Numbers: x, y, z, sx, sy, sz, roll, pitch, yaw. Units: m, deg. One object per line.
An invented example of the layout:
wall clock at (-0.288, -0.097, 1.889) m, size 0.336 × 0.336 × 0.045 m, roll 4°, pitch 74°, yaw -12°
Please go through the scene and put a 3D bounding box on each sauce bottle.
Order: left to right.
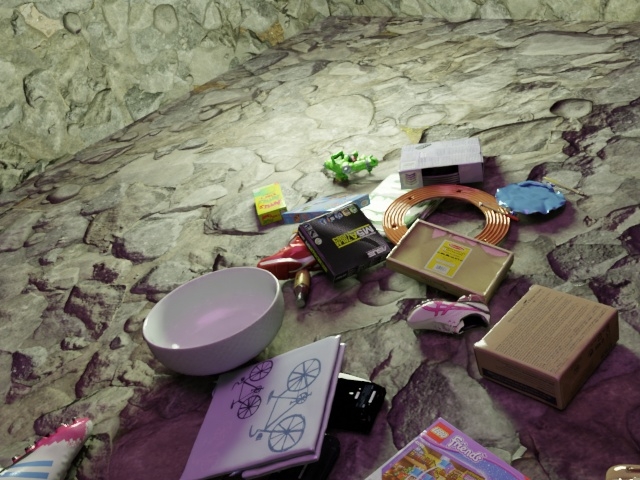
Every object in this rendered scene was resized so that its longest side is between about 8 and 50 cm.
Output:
sauce bottle at (-0.049, 0.123, 1.891) m, size 0.042 × 0.042 × 0.128 m, roll -11°, pitch 30°, yaw 10°

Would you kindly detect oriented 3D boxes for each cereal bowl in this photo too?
cereal bowl at (-0.239, 0.208, 1.739) m, size 0.338 × 0.141 × 0.339 m, roll -14°, pitch 28°, yaw 7°

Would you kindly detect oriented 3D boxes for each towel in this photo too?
towel at (0.220, -0.104, 2.132) m, size 0.247 × 0.038 × 0.325 m, roll 10°, pitch 40°, yaw 38°

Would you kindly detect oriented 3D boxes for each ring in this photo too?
ring at (0.333, -0.048, 1.954) m, size 0.336 × 0.032 × 0.337 m, roll -4°, pitch 37°, yaw 3°

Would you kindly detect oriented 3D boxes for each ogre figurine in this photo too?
ogre figurine at (0.087, -0.252, 2.377) m, size 0.118 × 0.097 × 0.197 m, roll -20°, pitch 41°, yaw -28°

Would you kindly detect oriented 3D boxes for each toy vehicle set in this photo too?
toy vehicle set at (0.314, 0.049, 1.778) m, size 0.266 × 0.035 × 0.166 m, roll 22°, pitch 50°, yaw 28°

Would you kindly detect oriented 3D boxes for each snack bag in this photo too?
snack bag at (-0.118, 0.354, 1.497) m, size 0.342 × 0.037 × 0.323 m, roll -22°, pitch 28°, yaw 25°

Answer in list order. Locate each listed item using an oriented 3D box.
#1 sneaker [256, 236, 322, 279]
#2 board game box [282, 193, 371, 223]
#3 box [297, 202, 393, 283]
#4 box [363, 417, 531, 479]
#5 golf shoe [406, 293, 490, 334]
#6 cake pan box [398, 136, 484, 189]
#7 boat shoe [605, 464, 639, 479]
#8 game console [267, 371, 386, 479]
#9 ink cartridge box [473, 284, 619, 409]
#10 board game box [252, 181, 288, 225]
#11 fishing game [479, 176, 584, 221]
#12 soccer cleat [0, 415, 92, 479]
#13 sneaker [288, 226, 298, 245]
sneaker at (-0.069, 0.027, 1.977) m, size 0.221 × 0.087 × 0.128 m, roll -7°, pitch 55°, yaw -9°
board game box at (0.017, -0.092, 2.134) m, size 0.211 × 0.039 × 0.160 m, roll -2°, pitch 18°, yaw 47°
box at (0.063, 0.004, 1.930) m, size 0.190 × 0.045 × 0.184 m, roll -21°, pitch 57°, yaw -25°
box at (0.237, 0.443, 1.230) m, size 0.200 × 0.057 × 0.293 m, roll -32°, pitch 34°, yaw -23°
golf shoe at (0.285, 0.173, 1.630) m, size 0.186 × 0.068 × 0.086 m, roll -11°, pitch 33°, yaw 8°
cake pan box at (0.364, -0.234, 2.194) m, size 0.245 × 0.070 × 0.267 m, roll -7°, pitch 22°, yaw 12°
boat shoe at (0.606, 0.383, 1.092) m, size 0.340 × 0.122 × 0.110 m, roll -4°, pitch 34°, yaw 22°
game console at (-0.021, 0.395, 1.447) m, size 0.213 × 0.044 × 0.361 m, roll 0°, pitch 34°, yaw 28°
ink cartridge box at (0.458, 0.207, 1.475) m, size 0.234 × 0.088 × 0.193 m, roll -37°, pitch 35°, yaw -30°
board game box at (-0.159, -0.119, 2.328) m, size 0.092 × 0.043 × 0.181 m, roll -17°, pitch 31°, yaw -2°
fishing game at (0.562, -0.108, 1.967) m, size 0.264 × 0.041 × 0.189 m, roll -23°, pitch 34°, yaw -30°
soccer cleat at (-0.583, 0.493, 1.510) m, size 0.116 × 0.143 × 0.331 m, roll -36°, pitch -2°, yaw 31°
sneaker at (0.000, 0.000, 2.051) m, size 0.185 × 0.070 × 0.084 m, roll -10°, pitch 40°, yaw 23°
